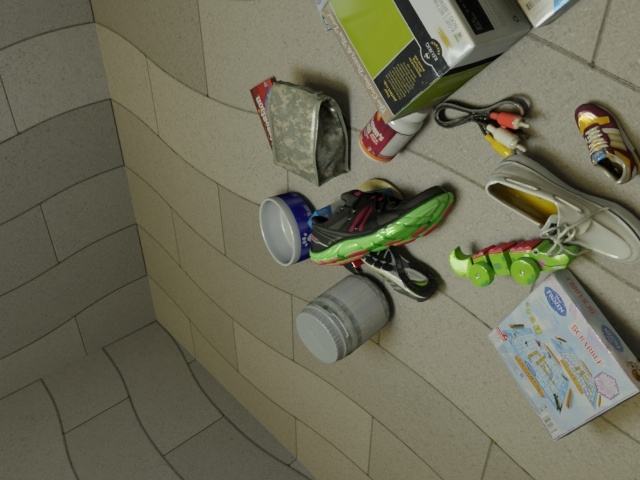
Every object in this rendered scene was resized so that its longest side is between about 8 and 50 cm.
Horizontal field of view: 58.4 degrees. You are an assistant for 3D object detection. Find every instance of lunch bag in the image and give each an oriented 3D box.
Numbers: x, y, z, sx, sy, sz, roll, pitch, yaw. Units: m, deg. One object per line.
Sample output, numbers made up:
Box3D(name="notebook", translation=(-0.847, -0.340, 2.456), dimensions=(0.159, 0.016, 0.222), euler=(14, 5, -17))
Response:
Box3D(name="lunch bag", translation=(-0.040, -0.354, 1.800), dimensions=(0.235, 0.169, 0.286), euler=(30, 138, 39))

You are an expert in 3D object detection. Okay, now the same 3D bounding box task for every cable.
Box3D(name="cable", translation=(0.381, -0.292, 1.370), dimensions=(0.287, 0.072, 0.139), euler=(31, 138, 36))

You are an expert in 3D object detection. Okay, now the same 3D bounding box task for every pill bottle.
Box3D(name="pill bottle", translation=(0.201, -0.315, 1.549), dimensions=(0.121, 0.121, 0.221), euler=(56, 145, 10))

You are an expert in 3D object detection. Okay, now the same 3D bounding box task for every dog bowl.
Box3D(name="dog bowl", translation=(-0.122, -0.043, 2.133), dimensions=(0.265, 0.104, 0.264), euler=(38, 138, 46))

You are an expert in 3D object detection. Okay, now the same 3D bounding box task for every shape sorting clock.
Box3D(name="shape sorting clock", translation=(0.189, -0.093, 1.784), dimensions=(0.206, 0.040, 0.206), euler=(27, 130, 36))

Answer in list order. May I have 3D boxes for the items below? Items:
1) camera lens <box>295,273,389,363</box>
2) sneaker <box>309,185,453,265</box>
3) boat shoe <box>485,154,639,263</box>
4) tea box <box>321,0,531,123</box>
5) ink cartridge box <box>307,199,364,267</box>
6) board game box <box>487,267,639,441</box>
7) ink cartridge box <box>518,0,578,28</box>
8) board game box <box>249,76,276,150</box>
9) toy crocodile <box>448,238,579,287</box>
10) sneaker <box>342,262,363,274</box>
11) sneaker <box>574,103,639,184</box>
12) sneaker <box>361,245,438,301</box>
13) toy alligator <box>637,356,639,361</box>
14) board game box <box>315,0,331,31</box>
Box3D(name="camera lens", translation=(0.082, 0.260, 1.943), dimensions=(0.219, 0.274, 0.219), euler=(32, 139, 33))
Box3D(name="sneaker", translation=(0.148, -0.069, 1.656), dimensions=(0.483, 0.185, 0.202), euler=(-20, 77, 32))
Box3D(name="boat shoe", translation=(0.520, -0.042, 1.243), dimensions=(0.367, 0.156, 0.135), euler=(38, 149, 16))
Box3D(name="tea box", translation=(0.226, -0.504, 1.305), dimensions=(0.324, 0.220, 0.328), euler=(-33, 85, 55))
Box3D(name="ink cartridge box", translation=(0.080, -0.010, 1.899), dimensions=(0.231, 0.134, 0.078), euler=(55, 144, 13))
Box3D(name="board game box", translation=(0.595, 0.287, 1.416), dimensions=(0.318, 0.066, 0.318), euler=(63, 149, 28))
Box3D(name="ink cartridge box", translation=(0.437, -0.535, 1.147), dimensions=(0.181, 0.062, 0.104), euler=(60, 145, 4))
Box3D(name="board game box", translation=(-0.159, -0.422, 2.035), dimensions=(0.145, 0.027, 0.281), euler=(-6, 107, 55))
Box3D(name="toy crocodile", translation=(0.475, 0.047, 1.438), dimensions=(0.341, 0.115, 0.105), euler=(-11, 102, 55))
Box3D(name="sneaker", translation=(0.085, 0.038, 2.003), dimensions=(0.089, 0.051, 0.170), euler=(4, 120, 51))
Box3D(name="sneaker", translation=(0.577, -0.199, 1.168), dimensions=(0.185, 0.084, 0.069), euler=(55, 145, 11))
Box3D(name="sneaker", translation=(0.226, 0.098, 1.791), dimensions=(0.300, 0.111, 0.121), euler=(40, 159, 23))
Box3D(name="toy alligator", translation=(0.688, 0.308, 1.372), dimensions=(0.051, 0.056, 0.189), euler=(33, 141, 4))
Box3D(name="board game box", translation=(0.032, -0.657, 1.633), dimensions=(0.090, 0.020, 0.090), euler=(-6, 108, 54))
